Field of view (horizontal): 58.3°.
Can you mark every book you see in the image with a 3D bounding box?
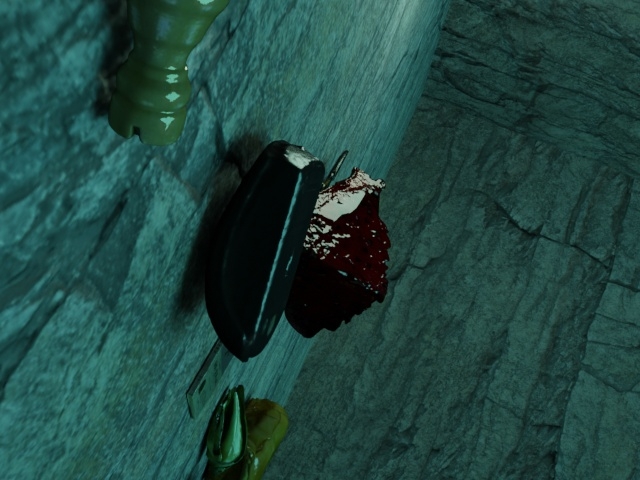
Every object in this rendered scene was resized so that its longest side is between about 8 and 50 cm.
[{"bbox_3d":[-0.172,0.205,0.972,0.127,0.014,0.182,102,13,-54],"label":"book"}]

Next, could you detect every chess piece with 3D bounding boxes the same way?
[{"bbox_3d":[-0.098,-0.121,0.350,0.122,0.066,0.066,-65,175,30],"label":"chess piece"}]

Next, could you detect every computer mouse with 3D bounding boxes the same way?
[{"bbox_3d":[-0.079,0.008,0.709,0.170,0.100,0.270,-44,151,-79],"label":"computer mouse"}]

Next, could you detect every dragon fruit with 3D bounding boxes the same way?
[{"bbox_3d":[-0.009,-0.004,1.171,0.286,0.227,0.329,-42,-152,49],"label":"dragon fruit"}]

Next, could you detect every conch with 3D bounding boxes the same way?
[{"bbox_3d":[-0.195,0.405,1.189,0.095,0.079,0.201,-29,126,-58],"label":"conch"}]

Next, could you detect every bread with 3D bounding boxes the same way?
[{"bbox_3d":[-0.177,0.516,1.448,0.167,0.132,0.294,-62,175,9],"label":"bread"}]

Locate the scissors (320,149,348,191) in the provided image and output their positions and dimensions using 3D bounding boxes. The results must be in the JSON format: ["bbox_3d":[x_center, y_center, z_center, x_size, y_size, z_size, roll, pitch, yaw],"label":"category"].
[{"bbox_3d":[0.026,-0.149,1.346,0.088,0.017,0.220,104,10,-46],"label":"scissors"}]
